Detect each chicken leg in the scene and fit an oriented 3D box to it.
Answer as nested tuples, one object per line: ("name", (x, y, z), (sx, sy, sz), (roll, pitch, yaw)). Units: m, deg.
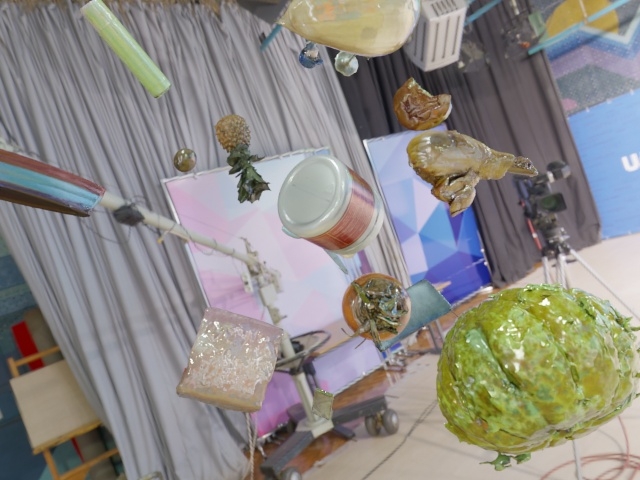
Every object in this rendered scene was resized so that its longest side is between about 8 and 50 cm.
("chicken leg", (0.472, -0.204, 1.416), (0.410, 0.295, 0.182), (7, -23, 3))

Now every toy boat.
("toy boat", (0.006, 0.512, 1.395), (0.063, 0.115, 0.016), (17, 33, 14))
("toy boat", (-0.630, -0.129, 0.878), (0.392, 0.079, 0.136), (19, -31, -41))

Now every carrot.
("carrot", (0.152, 0.189, 1.272), (0.214, 0.193, 0.331), (-16, -7, -3))

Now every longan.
("longan", (-0.562, -0.332, 1.854), (0.113, 0.092, 0.113), (-43, 14, 14))

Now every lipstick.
("lipstick", (-0.579, -0.573, 1.352), (0.076, 0.304, 0.076), (-26, 34, 19))

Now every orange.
("orange", (0.306, 0.186, 0.673), (0.300, 0.223, 0.301), (-31, -41, 7))

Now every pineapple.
("pineapple", (-0.244, -0.254, 1.385), (0.119, 0.277, 0.130), (-32, -16, 25))

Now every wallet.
("wallet", (0.348, 0.298, 1.844), (0.379, 0.190, 0.046), (-24, -30, -23))

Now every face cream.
("face cream", (0.025, -0.082, 1.079), (0.201, 0.201, 0.187), (-19, -27, 30))

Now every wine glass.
("wine glass", (0.122, -0.652, 1.545), (0.122, 0.122, 0.183), (-21, 5, -22))

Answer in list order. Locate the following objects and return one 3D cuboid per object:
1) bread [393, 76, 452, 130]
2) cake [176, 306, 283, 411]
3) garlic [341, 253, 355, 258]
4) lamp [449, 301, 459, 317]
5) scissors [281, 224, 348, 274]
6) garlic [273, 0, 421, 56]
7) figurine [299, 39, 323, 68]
("bread", (0.274, -0.363, 1.229), (0.086, 0.156, 0.125), (-9, -49, -62))
("cake", (-0.249, 0.333, 1.228), (0.230, 0.237, 0.309), (16, -25, -7))
("garlic", (0.137, -0.001, 2.078), (0.099, 0.174, 0.124), (25, -2, -36))
("lamp", (0.535, 0.297, 1.690), (0.054, 0.121, 0.041), (-33, -7, -48))
("scissors", (-0.001, 0.000, 1.773), (0.191, 0.360, 0.029), (-44, 13, -22))
("garlic", (0.040, -0.485, 0.824), (0.313, 0.286, 0.249), (-15, 20, -35))
("figurine", (-0.038, -0.631, 1.460), (0.080, 0.136, 0.077), (-9, 39, 4))
